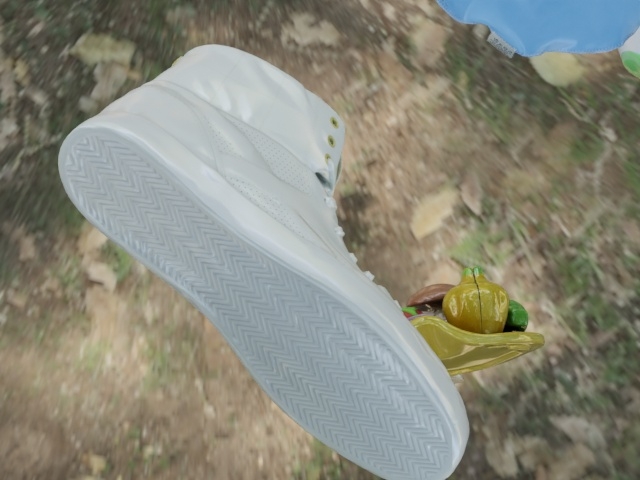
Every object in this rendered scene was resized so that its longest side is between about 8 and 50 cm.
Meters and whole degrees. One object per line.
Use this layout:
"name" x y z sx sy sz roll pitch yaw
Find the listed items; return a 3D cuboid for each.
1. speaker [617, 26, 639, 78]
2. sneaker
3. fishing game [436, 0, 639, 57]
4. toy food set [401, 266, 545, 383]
"speaker" 0.315 -0.075 1.192 0.131 0.131 0.296 -28 59 3
"sneaker" 0.000 0.000 1.042 0.292 0.169 0.108 45 129 -3
"fishing game" 0.129 -0.183 0.886 0.264 0.041 0.189 27 110 -15
"toy food set" 0.085 0.064 1.315 0.128 0.218 0.071 -4 78 -18
